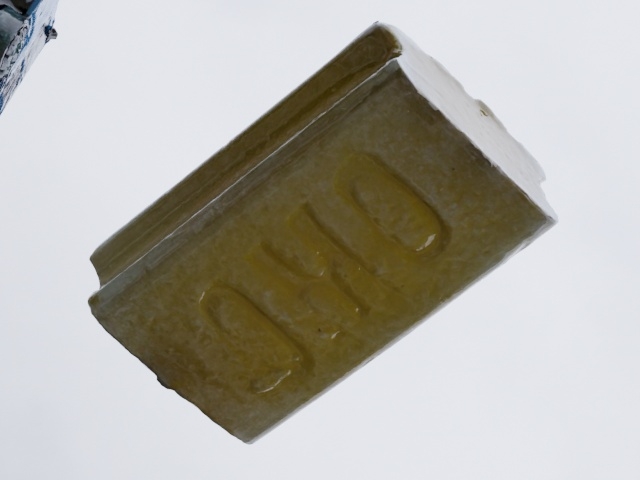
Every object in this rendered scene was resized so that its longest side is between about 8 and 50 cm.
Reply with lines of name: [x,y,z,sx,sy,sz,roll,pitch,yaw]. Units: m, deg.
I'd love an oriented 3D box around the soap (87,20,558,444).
soap: [0.000,0.000,1.284,0.274,0.089,0.173,-38,-63,21]

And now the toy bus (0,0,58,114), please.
toy bus: [-0.188,-0.062,0.842,0.090,0.184,0.106,29,-20,0]
